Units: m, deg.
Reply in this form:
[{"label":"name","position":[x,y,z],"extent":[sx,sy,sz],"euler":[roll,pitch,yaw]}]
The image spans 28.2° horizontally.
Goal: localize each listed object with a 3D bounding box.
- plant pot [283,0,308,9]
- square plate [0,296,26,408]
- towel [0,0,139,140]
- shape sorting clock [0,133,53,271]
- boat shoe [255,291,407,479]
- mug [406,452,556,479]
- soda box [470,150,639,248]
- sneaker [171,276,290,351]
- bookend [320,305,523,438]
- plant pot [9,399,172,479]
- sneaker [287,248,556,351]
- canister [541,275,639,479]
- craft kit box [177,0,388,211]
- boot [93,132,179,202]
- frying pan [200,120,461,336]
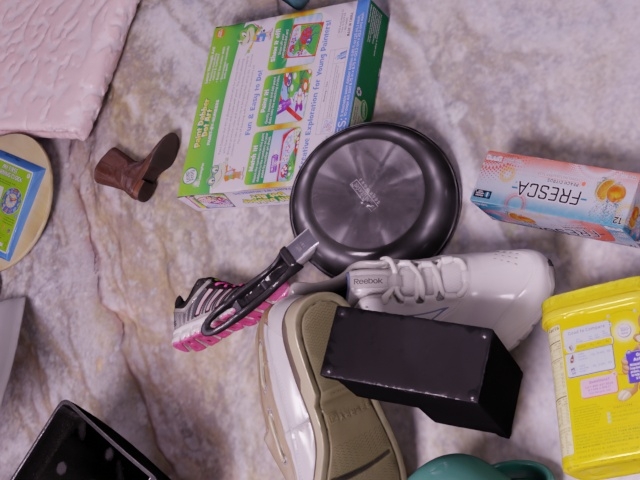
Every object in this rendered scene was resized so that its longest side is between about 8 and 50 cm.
[{"label":"plant pot","position":[-0.087,-0.447,1.632],"extent":[0.165,0.234,0.165],"euler":[-53,50,2]},{"label":"square plate","position":[-0.519,0.239,1.618],"extent":[0.344,0.049,0.347],"euler":[-43,20,9]},{"label":"towel","position":[-0.405,-0.304,1.906],"extent":[0.317,0.053,0.331],"euler":[4,70,37]},{"label":"shape sorting clock","position":[-0.455,-0.054,1.826],"extent":[0.206,0.040,0.206],"euler":[-9,75,36]},{"label":"boat shoe","position":[0.006,0.203,1.301],"extent":[0.103,0.113,0.302],"euler":[-10,89,56]},{"label":"mug","position":[0.138,0.267,1.212],"extent":[0.097,0.158,0.129],"euler":[32,111,46]},{"label":"soda box","position":[0.251,-0.044,1.314],"extent":[0.183,0.058,0.063],"euler":[13,76,39]},{"label":"sneaker","position":[-0.113,0.069,1.512],"extent":[0.170,0.063,0.074],"euler":[-28,61,27]},{"label":"bookend","position":[0.104,0.131,1.248],"extent":[0.156,0.157,0.072],"euler":[7,72,23]},{"label":"plant pot","position":[-0.230,0.315,1.408],"extent":[0.187,0.167,0.188],"euler":[30,88,40]},{"label":"sneaker","position":[0.098,0.067,1.321],"extent":[0.297,0.129,0.111],"euler":[-18,51,25]},{"label":"canister","position":[0.279,0.132,1.201],"extent":[0.126,0.073,0.169],"euler":[-16,61,29]},{"label":"craft kit box","position":[-0.048,-0.165,1.587],"extent":[0.247,0.061,0.249],"euler":[-2,67,32]},{"label":"boot","position":[-0.251,-0.112,1.719],"extent":[0.114,0.037,0.106],"euler":[25,82,45]},{"label":"frying pan","position":[-0.004,-0.028,1.436],"extent":[0.326,0.053,0.197],"euler":[-16,71,8]}]
